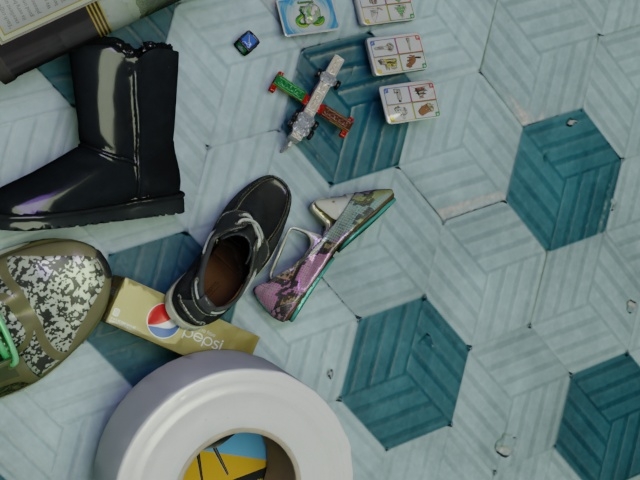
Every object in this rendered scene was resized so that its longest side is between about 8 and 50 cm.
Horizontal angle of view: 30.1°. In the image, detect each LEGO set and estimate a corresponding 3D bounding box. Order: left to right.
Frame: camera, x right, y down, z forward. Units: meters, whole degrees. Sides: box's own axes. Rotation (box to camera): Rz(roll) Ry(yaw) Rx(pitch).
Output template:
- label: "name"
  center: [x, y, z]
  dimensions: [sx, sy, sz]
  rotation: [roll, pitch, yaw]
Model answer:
- label: "LEGO set"
  center: [0.015, -0.217, 1.484]
  dimensions: [0.244, 0.060, 0.182]
  rotation: [-12, 84, -23]

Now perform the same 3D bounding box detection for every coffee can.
- label: "coffee can"
  center: [-0.251, -0.312, 1.240]
  dimensions: [0.275, 0.201, 0.201]
  rotation: [-26, 101, -5]

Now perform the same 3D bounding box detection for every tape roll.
- label: "tape roll"
  center: [-0.110, 0.272, 1.352]
  dimensions: [0.286, 0.100, 0.286]
  rotation: [-4, 101, -23]

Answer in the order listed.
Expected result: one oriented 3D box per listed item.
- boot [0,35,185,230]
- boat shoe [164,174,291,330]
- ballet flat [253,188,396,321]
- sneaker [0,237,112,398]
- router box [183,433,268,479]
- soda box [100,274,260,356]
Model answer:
- label: "boot"
  center: [-0.268, -0.121, 1.329]
  dimensions: [0.247, 0.094, 0.207]
  rotation: [-9, 99, -29]
- label: "boat shoe"
  center: [-0.091, 0.007, 1.389]
  dimensions: [0.084, 0.079, 0.233]
  rotation: [40, 54, -9]
- label: "ballet flat"
  center: [0.000, 0.000, 1.464]
  dimensions: [0.079, 0.077, 0.221]
  rotation: [41, 77, 2]
- label: "sneaker"
  center: [-0.389, 0.132, 1.241]
  dimensions: [0.410, 0.182, 0.158]
  rotation: [-32, 103, -19]
- label: "router box"
  center: [-0.143, 0.254, 1.420]
  dimensions: [0.179, 0.046, 0.133]
  rotation: [-12, 97, -21]
- label: "soda box"
  center: [-0.167, 0.102, 1.397]
  dimensions: [0.181, 0.061, 0.058]
  rotation: [25, 81, -21]
